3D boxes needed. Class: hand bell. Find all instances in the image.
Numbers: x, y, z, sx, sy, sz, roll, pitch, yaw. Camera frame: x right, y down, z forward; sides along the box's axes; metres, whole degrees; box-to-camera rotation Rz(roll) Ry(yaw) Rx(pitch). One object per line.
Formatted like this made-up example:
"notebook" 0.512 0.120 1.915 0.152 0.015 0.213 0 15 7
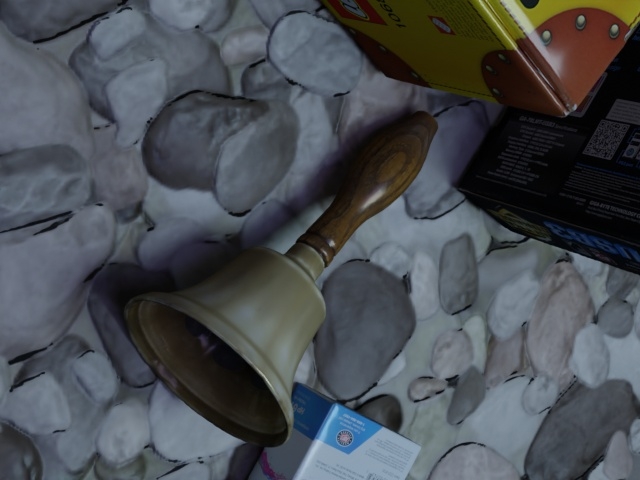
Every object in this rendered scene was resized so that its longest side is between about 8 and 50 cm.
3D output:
"hand bell" 0.000 0.000 0.855 0.242 0.126 0.126 -49 124 -28

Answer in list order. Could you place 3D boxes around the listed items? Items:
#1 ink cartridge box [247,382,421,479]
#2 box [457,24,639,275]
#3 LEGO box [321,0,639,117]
"ink cartridge box" -0.001 0.172 0.913 0.088 0.052 0.122 31 84 -35
"box" 0.266 -0.113 0.861 0.073 0.295 0.293 37 81 -34
"LEGO box" 0.055 -0.372 0.714 0.372 0.193 0.500 -52 124 -11
